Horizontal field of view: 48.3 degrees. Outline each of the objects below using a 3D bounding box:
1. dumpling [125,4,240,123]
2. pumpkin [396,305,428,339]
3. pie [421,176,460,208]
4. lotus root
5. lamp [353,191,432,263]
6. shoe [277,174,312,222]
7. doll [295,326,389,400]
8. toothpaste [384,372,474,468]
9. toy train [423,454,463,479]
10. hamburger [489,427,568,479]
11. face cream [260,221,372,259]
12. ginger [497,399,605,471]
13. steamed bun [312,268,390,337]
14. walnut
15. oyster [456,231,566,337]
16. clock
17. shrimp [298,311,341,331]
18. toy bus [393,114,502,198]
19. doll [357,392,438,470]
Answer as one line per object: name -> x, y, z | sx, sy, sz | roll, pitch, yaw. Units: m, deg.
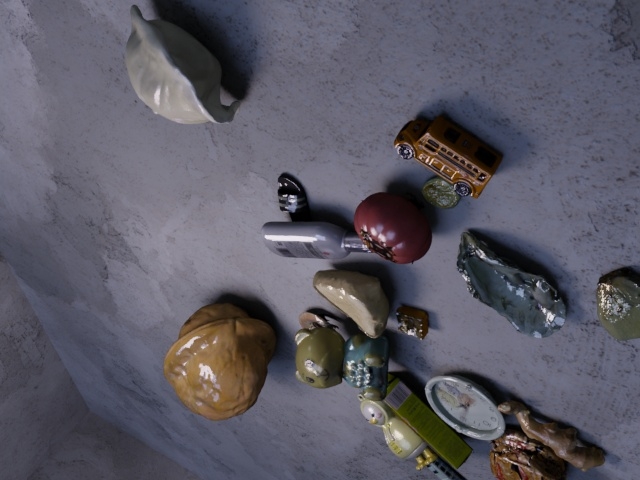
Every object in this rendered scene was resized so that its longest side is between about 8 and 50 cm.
dumpling -> -0.317, -0.352, 1.532 | 0.318, 0.187, 0.243 | 44, -172, -19
pumpkin -> 0.230, 0.209, 1.811 | 0.083, 0.054, 0.074 | 17, 135, 36
pie -> 0.250, -0.098, 1.477 | 0.084, 0.021, 0.084 | 21, 140, 19
lotus root -> 0.590, 0.128, 1.374 | 0.144, 0.070, 0.143 | 47, 144, -11
lamp -> 0.161, -0.033, 1.542 | 0.182, 0.140, 0.182 | 35, 163, 12
shoe -> -0.068, -0.078, 1.765 | 0.071, 0.049, 0.179 | 11, 137, 33
doll -> 0.057, 0.327, 1.954 | 0.261, 0.161, 0.177 | 3, 118, 8
toothpaste -> 0.287, 0.513, 2.047 | 0.327, 0.077, 0.110 | 44, 169, -7
toy train -> 0.383, 0.725, 2.256 | 0.207, 0.047, 0.043 | 42, 147, -1
hamburger -> 0.553, 0.608, 1.923 | 0.231, 0.107, 0.231 | 21, 147, 15
face cream -> 0.000, 0.000, 1.748 | 0.291, 0.071, 0.144 | 1, 155, 32
ginger -> 0.578, 0.483, 1.789 | 0.288, 0.075, 0.089 | 34, 113, 9
steamed bun -> 0.108, 0.140, 1.797 | 0.231, 0.110, 0.212 | 41, 163, -8
walnut -> -0.313, 0.382, 2.262 | 0.383, 0.383, 0.383 | 24, 143, 20
oyster -> 0.399, 0.107, 1.512 | 0.252, 0.087, 0.199 | 17, 130, 18
clock -> 0.394, 0.437, 1.913 | 0.236, 0.053, 0.236 | 28, 144, 22
shrimp -> 0.032, 0.279, 2.080 | 0.219, 0.046, 0.152 | 42, 148, -3
toy bus -> 0.241, -0.170, 1.351 | 0.194, 0.083, 0.088 | 34, 142, 4
doll -> 0.223, 0.571, 2.166 | 0.296, 0.117, 0.141 | 36, 142, 4
